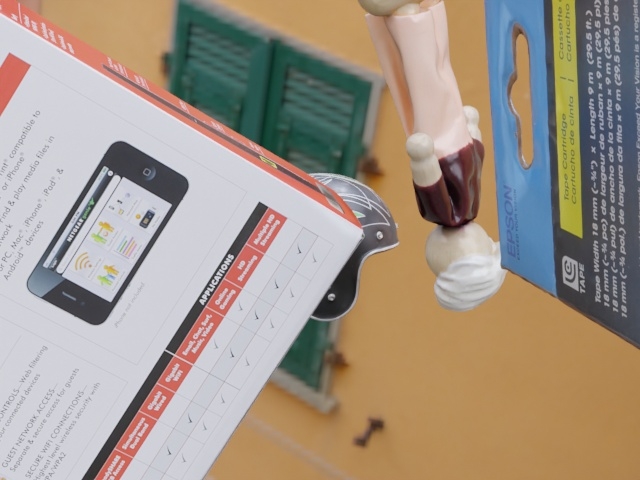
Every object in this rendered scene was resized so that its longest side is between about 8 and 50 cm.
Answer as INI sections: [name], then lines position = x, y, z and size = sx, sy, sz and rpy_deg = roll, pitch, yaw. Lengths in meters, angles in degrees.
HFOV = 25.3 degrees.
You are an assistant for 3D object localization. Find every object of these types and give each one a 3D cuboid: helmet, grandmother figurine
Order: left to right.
[helmet]
position = 0.000, 0.000, 1.659
size = 0.169, 0.162, 0.169
rpy_deg = 24, 5, -2
[grandmother figurine]
position = 0.123, -0.094, 1.465
size = 0.104, 0.343, 0.208
rpy_deg = -5, 14, 33

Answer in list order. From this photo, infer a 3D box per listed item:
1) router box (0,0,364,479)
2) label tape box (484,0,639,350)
[router box]
position = -0.192, 0.049, 0.749
size = 0.301, 0.335, 0.082
rpy_deg = 31, 8, -20
[label tape box]
position = 0.205, -0.059, 0.733
size = 0.105, 0.241, 0.333
rpy_deg = -11, 18, -16
